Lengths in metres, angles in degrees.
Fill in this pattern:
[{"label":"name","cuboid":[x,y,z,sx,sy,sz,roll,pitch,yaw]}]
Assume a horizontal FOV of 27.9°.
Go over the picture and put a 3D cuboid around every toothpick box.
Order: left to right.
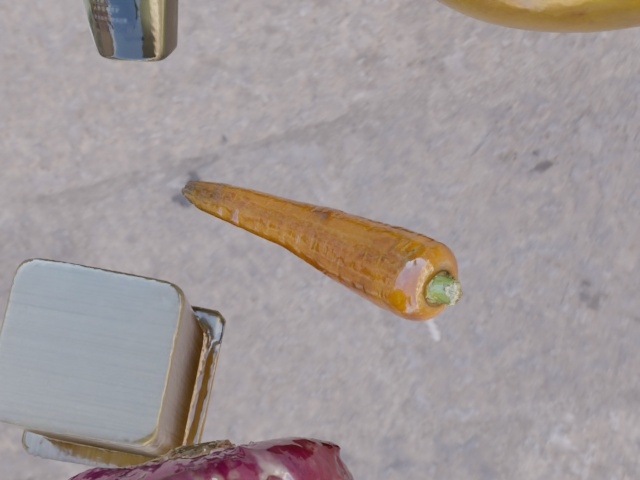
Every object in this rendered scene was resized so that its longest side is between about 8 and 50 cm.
[{"label":"toothpick box","cuboid":[-0.202,0.122,1.229,0.187,0.308,0.190,12,78,0]}]

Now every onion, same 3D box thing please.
[{"label":"onion","cuboid":[-0.079,0.215,0.848,0.230,0.230,0.163,-9,79,23]}]

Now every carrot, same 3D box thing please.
[{"label":"carrot","cuboid":[0.000,0.000,0.954,0.256,0.061,0.061,21,116,33]}]

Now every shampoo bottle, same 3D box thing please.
[{"label":"shampoo bottle","cuboid":[-0.245,-0.396,1.582,0.125,0.084,0.350,7,122,14]}]

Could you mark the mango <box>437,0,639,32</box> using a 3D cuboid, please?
[{"label":"mango","cuboid":[0.318,-0.384,1.565,0.445,0.300,0.232,-7,137,2]}]
